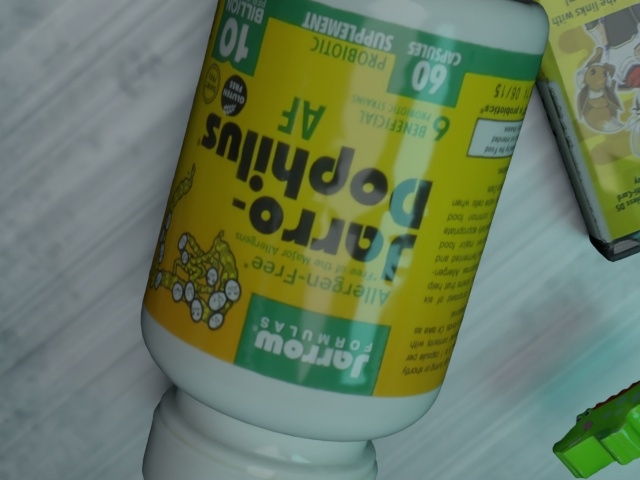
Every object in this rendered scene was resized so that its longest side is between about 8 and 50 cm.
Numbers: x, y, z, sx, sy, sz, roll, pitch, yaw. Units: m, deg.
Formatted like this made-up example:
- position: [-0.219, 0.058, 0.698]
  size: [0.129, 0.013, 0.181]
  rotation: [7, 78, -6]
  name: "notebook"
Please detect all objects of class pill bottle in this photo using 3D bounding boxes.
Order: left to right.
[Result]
- position: [0.000, 0.000, 0.537]
  size: [0.118, 0.117, 0.208]
  rotation: [15, 103, -7]
  name: "pill bottle"

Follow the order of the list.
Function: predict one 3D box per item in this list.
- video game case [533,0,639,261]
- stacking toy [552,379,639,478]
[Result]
- position: [0.194, -0.154, 0.551]
  size: [0.275, 0.035, 0.248]
  rotation: [-21, 104, 2]
  name: "video game case"
- position: [0.227, 0.071, 0.594]
  size: [0.221, 0.052, 0.167]
  rotation: [-36, 114, 12]
  name: "stacking toy"
